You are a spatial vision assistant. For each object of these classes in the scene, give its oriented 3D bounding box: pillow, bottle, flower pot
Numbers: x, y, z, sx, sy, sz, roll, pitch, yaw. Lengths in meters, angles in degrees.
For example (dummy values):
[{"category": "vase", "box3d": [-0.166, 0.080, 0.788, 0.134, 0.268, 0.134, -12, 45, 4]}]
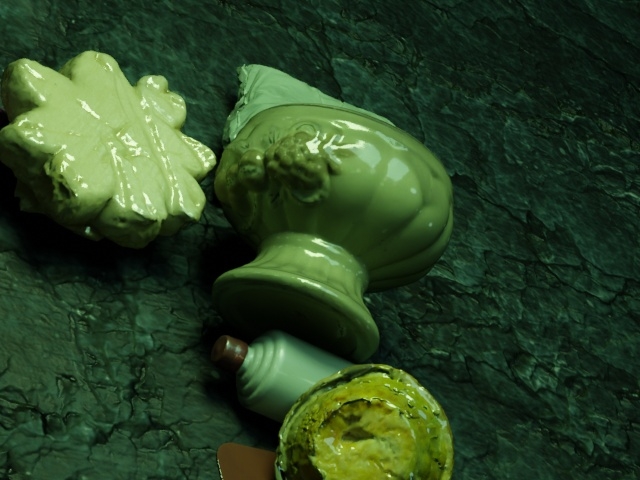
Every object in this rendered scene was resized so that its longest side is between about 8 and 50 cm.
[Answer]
[{"category": "pillow", "box3d": [0.003, -0.117, 2.377, 0.310, 0.138, 0.283, 25, 34, -17]}, {"category": "bottle", "box3d": [-0.019, 0.176, 2.025, 0.245, 0.104, 0.104, 26, 35, -22]}, {"category": "flower pot", "box3d": [0.000, 0.000, 2.076, 0.307, 0.307, 0.244, 28, 62, -19]}]

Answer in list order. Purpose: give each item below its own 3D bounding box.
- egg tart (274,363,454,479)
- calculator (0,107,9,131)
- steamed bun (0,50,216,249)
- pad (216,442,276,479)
[{"category": "egg tart", "box3d": [0.051, 0.241, 1.923, 0.212, 0.212, 0.090, 48, -8, 13]}, {"category": "calculator", "box3d": [-0.454, -0.128, 2.020, 0.127, 0.034, 0.190, 33, 38, -12]}, {"category": "steamed bun", "box3d": [-0.284, -0.097, 2.064, 0.292, 0.137, 0.295, 35, 40, -16]}, {"category": "pad", "box3d": [0.002, 0.326, 1.956, 0.267, 0.004, 0.181, 18, 39, -32]}]
